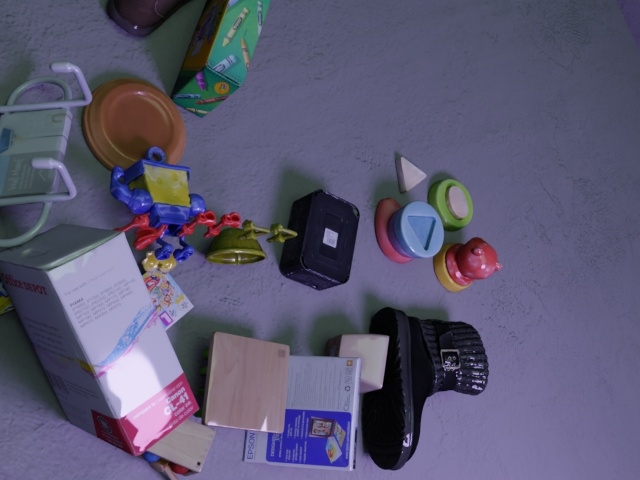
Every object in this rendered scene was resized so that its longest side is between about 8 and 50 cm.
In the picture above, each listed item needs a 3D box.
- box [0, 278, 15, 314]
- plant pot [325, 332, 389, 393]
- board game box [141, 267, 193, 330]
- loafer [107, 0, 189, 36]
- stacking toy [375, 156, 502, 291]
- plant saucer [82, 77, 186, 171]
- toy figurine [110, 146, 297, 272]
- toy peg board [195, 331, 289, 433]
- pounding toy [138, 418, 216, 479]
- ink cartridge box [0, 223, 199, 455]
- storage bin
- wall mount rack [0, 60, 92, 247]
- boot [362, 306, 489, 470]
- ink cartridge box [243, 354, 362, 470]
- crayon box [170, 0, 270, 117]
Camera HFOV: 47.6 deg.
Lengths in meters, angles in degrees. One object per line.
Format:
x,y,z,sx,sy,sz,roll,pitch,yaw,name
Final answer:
-0.500,0.089,1.128,0.169,0.059,0.054,-26,93,-38,box
0.066,0.242,1.469,0.096,0.109,0.109,18,67,-17,plant pot
-0.312,0.123,1.274,0.154,0.026,0.103,-43,103,-36,board game box
-0.268,-0.546,1.433,0.134,0.130,0.366,39,57,-21,loafer
0.291,-0.052,1.694,0.309,0.130,0.280,23,65,-29,stacking toy
-0.338,-0.212,1.346,0.200,0.037,0.200,10,72,-33,plant saucer
-0.239,-0.079,1.285,0.362,0.191,0.217,4,59,-45,toy figurine
-0.149,0.262,1.320,0.160,0.079,0.161,16,68,-33,toy peg board
-0.247,0.353,1.203,0.130,0.141,0.100,27,62,-11,pounding toy
-0.336,0.140,1.080,0.131,0.226,0.306,-31,114,-36,ink cartridge box
0.000,0.000,1.499,0.122,0.084,0.180,24,63,-29,storage bin
-0.522,-0.161,1.120,0.304,0.130,0.350,-5,57,1,wall mount rack
0.234,0.320,1.545,0.260,0.131,0.348,19,66,-30,boot
-0.032,0.317,1.354,0.045,0.208,0.206,56,37,-67,ink cartridge box
-0.189,-0.398,1.425,0.081,0.165,0.278,27,62,-27,crayon box
